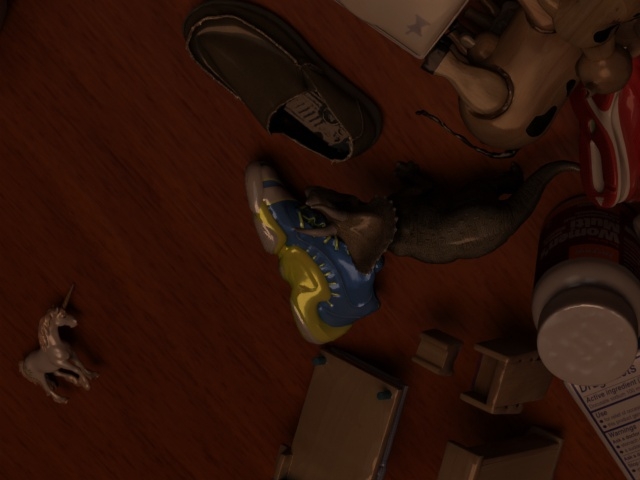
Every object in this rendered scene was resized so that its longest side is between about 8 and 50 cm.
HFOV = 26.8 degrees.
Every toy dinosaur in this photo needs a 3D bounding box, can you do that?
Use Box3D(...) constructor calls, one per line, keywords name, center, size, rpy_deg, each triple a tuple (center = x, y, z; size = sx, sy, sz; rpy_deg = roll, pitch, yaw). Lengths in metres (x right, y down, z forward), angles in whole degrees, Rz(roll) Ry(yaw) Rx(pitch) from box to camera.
Box3D(name="toy dinosaur", center=(0.143, -0.020, 1.462), size=(0.314, 0.160, 0.121), rpy_deg=(1, 120, 14))

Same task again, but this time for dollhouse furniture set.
Box3D(name="dollhouse furniture set", center=(0.122, 0.214, 1.659), size=(0.303, 0.198, 0.286), rpy_deg=(22, 103, 36))

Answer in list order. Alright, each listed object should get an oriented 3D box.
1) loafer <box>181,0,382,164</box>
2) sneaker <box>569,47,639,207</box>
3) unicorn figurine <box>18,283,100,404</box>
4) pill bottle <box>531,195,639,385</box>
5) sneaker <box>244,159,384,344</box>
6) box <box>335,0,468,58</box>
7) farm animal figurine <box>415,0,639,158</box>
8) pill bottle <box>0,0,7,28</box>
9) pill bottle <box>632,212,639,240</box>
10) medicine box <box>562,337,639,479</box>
Box3D(name="loafer", center=(-0.043, -0.171, 1.461), size=(0.251, 0.087, 0.094), rpy_deg=(32, 121, -6))
Box3D(name="sneaker", center=(0.334, -0.150, 1.406), size=(0.128, 0.087, 0.221), rpy_deg=(-7, 103, -25))
Box3D(name="unicorn figurine", center=(-0.339, 0.149, 1.731), size=(0.162, 0.060, 0.111), rpy_deg=(-37, 106, 28))
Box3D(name="pill bottle", center=(0.288, 0.051, 1.432), size=(0.121, 0.221, 0.121), rpy_deg=(6, 120, 10))
Box3D(name="sneaker", center=(0.000, 0.000, 1.565), size=(0.126, 0.091, 0.240), rpy_deg=(-21, 114, 3))
Box3D(name="box", center=(0.093, -0.300, 1.224), size=(0.148, 0.311, 0.121), rpy_deg=(34, 121, -7))
Box3D(name="farm animal figurine", center=(0.232, -0.202, 1.232), size=(0.172, 0.330, 0.327), rpy_deg=(38, 122, -2))
Box3D(name="pill bottle", center=(-0.565, -0.286, 1.437), size=(0.408, 0.229, 0.229), rpy_deg=(34, 121, -7))
Box3D(name="pill bottle", center=(0.446, -0.035, 1.381), size=(0.221, 0.124, 0.124), rpy_deg=(-36, 107, 5))
Box3D(name="medicine box", center=(0.457, 0.175, 1.505), size=(0.263, 0.149, 0.289), rpy_deg=(-26, 110, 25))
